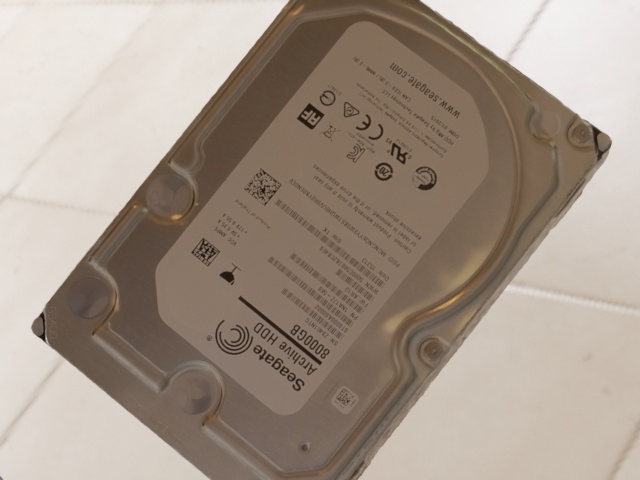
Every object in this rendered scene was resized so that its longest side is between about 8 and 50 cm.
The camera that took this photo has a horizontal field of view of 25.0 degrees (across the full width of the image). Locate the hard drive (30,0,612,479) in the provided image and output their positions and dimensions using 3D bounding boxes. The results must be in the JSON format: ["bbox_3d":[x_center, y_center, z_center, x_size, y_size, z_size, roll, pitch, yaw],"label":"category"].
[{"bbox_3d":[0.000,0.000,0.969,0.237,0.064,0.339,39,88,11],"label":"hard drive"}]

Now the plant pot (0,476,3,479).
[{"bbox_3d":[-0.179,0.238,0.596,0.236,0.236,0.212,-27,10,-10],"label":"plant pot"}]
